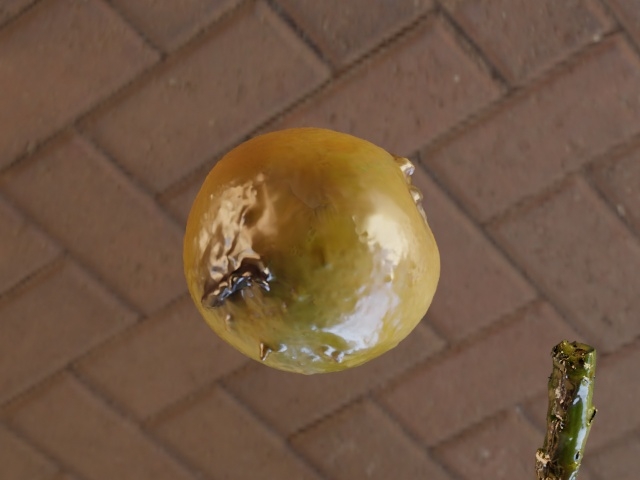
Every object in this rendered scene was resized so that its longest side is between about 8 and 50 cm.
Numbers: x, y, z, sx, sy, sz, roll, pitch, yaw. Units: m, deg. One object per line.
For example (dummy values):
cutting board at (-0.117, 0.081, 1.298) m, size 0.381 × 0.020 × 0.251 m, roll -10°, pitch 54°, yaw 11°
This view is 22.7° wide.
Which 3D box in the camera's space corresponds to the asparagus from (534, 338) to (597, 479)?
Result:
asparagus at (0.149, 0.144, 1.013) m, size 0.036 × 0.030 × 0.165 m, roll 14°, pitch 107°, yaw 19°

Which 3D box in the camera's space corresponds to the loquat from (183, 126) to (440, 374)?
loquat at (0.000, 0.000, 1.055) m, size 0.172 × 0.204 × 0.149 m, roll 21°, pitch 131°, yaw 31°
